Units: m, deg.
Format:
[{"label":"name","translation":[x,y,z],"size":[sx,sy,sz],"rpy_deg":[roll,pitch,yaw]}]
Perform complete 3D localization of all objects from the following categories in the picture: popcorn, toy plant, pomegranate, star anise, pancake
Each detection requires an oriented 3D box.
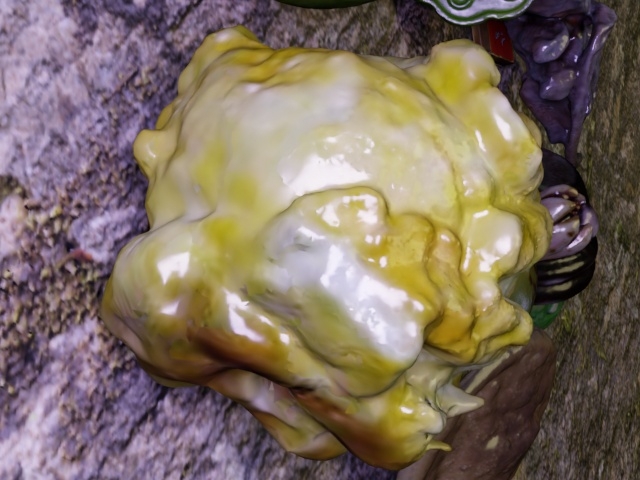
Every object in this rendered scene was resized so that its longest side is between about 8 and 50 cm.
[{"label":"popcorn","translation":[0.014,-0.007,0.942],"size":[0.312,0.312,0.312],"rpy_deg":[33,52,-56]},{"label":"toy plant","translation":[0.200,0.024,1.438],"size":[0.218,0.175,0.235],"rpy_deg":[-42,146,-52]},{"label":"pomegranate","translation":[0.130,0.005,1.251],"size":[0.179,0.210,0.179],"rpy_deg":[25,30,-16]},{"label":"star anise","translation":[0.302,-0.267,1.708],"size":[0.359,0.139,0.316],"rpy_deg":[33,55,-72]},{"label":"pancake","translation":[0.143,0.186,1.237],"size":[0.242,0.050,0.242],"rpy_deg":[-37,143,-34]}]

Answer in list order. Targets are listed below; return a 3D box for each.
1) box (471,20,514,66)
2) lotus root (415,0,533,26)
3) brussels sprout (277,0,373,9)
[{"label":"box","translation":[0.209,-0.288,1.707],"size":[0.090,0.023,0.133],"rpy_deg":[5,76,-62]},{"label":"lotus root","translation":[0.169,-0.319,1.510],"size":[0.186,0.186,0.186],"rpy_deg":[33,52,-56]},{"label":"brussels sprout","translation":[0.033,-0.338,1.068],"size":[0.276,0.315,0.371],"rpy_deg":[60,24,-3]}]
